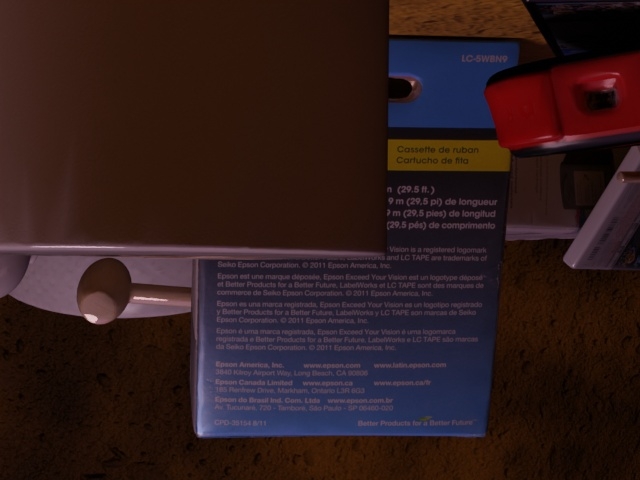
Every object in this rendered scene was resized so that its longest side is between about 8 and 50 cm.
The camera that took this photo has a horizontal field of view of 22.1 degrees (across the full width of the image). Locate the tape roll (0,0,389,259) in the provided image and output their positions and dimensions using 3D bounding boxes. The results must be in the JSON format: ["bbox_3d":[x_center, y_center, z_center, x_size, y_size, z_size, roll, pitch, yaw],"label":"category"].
[{"bbox_3d":[-0.083,-0.074,0.902,0.246,0.169,0.246,0,179,0],"label":"tape roll"}]

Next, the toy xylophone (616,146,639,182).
[{"bbox_3d":[0.420,-0.095,1.550,0.322,0.081,0.236,2,178,-38],"label":"toy xylophone"}]

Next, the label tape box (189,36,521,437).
[{"bbox_3d":[0.020,-0.012,1.298,0.240,0.334,0.106,1,-158,-6],"label":"label tape box"}]

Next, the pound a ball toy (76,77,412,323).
[{"bbox_3d":[-0.048,-0.042,1.412,0.319,0.208,0.136,0,-158,-10],"label":"pound a ball toy"}]

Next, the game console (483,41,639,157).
[{"bbox_3d":[0.328,-0.107,1.037,0.386,0.060,0.342,-7,-178,29],"label":"game console"}]

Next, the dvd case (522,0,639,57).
[{"bbox_3d":[0.228,-0.140,1.030,0.180,0.022,0.253,1,179,13],"label":"dvd case"}]

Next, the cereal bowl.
[{"bbox_3d":[-0.201,-0.043,1.823,0.339,0.141,0.339,0,-159,0],"label":"cereal bowl"}]

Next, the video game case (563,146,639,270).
[{"bbox_3d":[0.360,-0.049,1.778,0.173,0.190,0.022,3,-147,-49],"label":"video game case"}]

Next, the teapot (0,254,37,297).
[{"bbox_3d":[-0.365,-0.055,1.467,0.252,0.187,0.256,14,-167,21],"label":"teapot"}]

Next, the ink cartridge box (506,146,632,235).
[{"bbox_3d":[0.194,-0.067,1.818,0.226,0.131,0.306,-1,179,40],"label":"ink cartridge box"}]
